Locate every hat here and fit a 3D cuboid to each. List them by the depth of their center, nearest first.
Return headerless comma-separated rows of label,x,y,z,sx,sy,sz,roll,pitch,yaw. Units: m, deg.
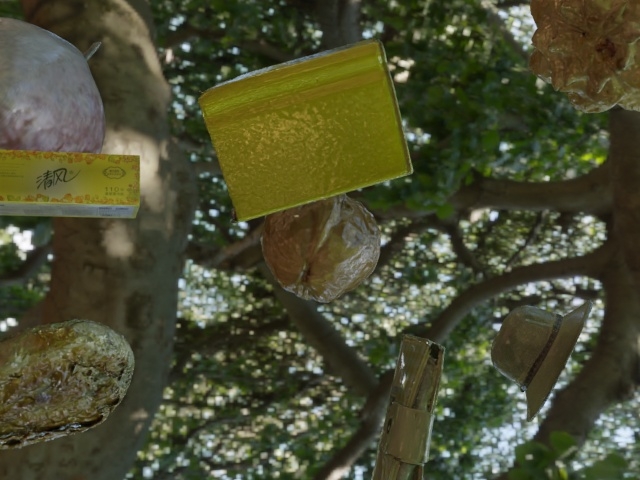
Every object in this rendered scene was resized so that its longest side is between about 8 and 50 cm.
hat,0.395,0.197,1.631,0.130,0.257,0.257,28,-64,12

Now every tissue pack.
tissue pack,-0.294,-0.063,0.977,0.095,0.176,0.062,154,-63,-74

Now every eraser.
eraser,-0.015,-0.127,0.991,0.069,0.226,0.158,-108,-177,-73

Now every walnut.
walnut,0.000,0.000,1.106,0.166,0.167,0.149,-123,-144,-45

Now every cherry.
cherry,-0.542,-0.242,1.509,0.291,0.335,0.326,-34,-107,12

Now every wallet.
wallet,0.144,0.316,1.457,0.223,0.077,0.309,107,-6,-85

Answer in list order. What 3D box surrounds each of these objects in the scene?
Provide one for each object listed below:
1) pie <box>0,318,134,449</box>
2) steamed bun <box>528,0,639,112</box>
pie,-0.393,0.209,1.217,0.055,0.274,0.274,57,-48,34
steamed bun,0.472,-0.347,1.471,0.292,0.137,0.295,-9,-76,40
